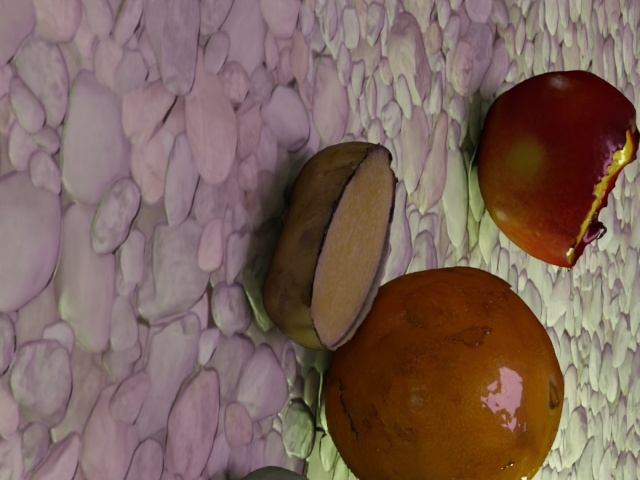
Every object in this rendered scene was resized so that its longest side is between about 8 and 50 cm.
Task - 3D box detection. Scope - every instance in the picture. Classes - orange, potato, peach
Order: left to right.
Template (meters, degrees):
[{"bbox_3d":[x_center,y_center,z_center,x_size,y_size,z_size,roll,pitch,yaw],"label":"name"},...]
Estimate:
[{"bbox_3d":[0.000,0.000,1.445,0.164,0.081,0.200,68,37,-53],"label":"potato"},{"bbox_3d":[0.117,0.146,1.538,0.240,0.240,0.240,2,90,-65],"label":"orange"},{"bbox_3d":[0.290,-0.082,1.896,0.196,0.190,0.226,-11,80,-26],"label":"peach"}]

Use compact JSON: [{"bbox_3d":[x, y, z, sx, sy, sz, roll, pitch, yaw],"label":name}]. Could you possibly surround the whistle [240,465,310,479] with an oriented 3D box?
[{"bbox_3d":[-0.074,0.252,1.327,0.258,0.067,0.126,6,100,-60],"label":"whistle"}]
